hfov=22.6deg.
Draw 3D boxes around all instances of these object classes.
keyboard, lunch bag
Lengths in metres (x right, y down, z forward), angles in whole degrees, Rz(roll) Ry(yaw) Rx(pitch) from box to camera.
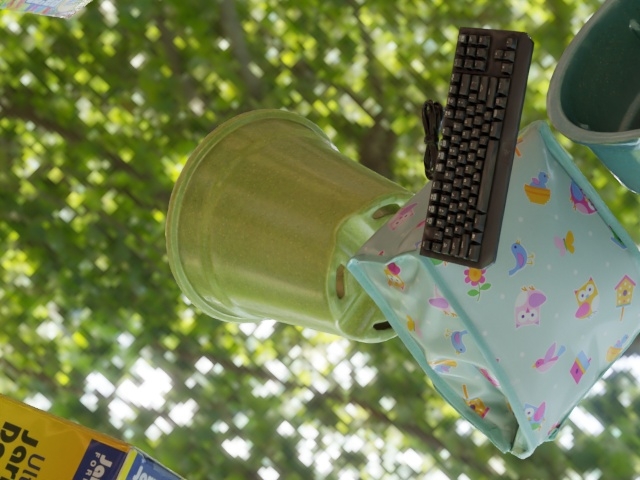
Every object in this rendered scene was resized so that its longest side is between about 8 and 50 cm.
[{"bbox_3d":[0.108,-0.073,1.230,0.108,0.023,0.180,15,-85,54],"label":"keyboard"},{"bbox_3d":[0.192,0.051,1.570,0.223,0.262,0.160,-45,-162,-25],"label":"lunch bag"}]

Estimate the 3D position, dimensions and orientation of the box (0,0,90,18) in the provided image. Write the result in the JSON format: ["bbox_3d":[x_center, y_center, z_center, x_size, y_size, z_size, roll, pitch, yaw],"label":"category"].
[{"bbox_3d":[-0.266,-0.395,1.716,0.279,0.177,0.290,-35,177,13],"label":"box"}]

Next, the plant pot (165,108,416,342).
[{"bbox_3d":[0.000,0.000,1.897,0.276,0.276,0.254,-48,-142,-18],"label":"plant pot"}]

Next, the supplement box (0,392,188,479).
[{"bbox_3d":[-0.324,0.282,1.716,0.356,0.194,0.195,15,-106,33],"label":"supplement box"}]

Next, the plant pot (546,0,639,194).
[{"bbox_3d":[0.432,-0.082,1.397,0.341,0.334,0.341,-34,-157,16],"label":"plant pot"}]
